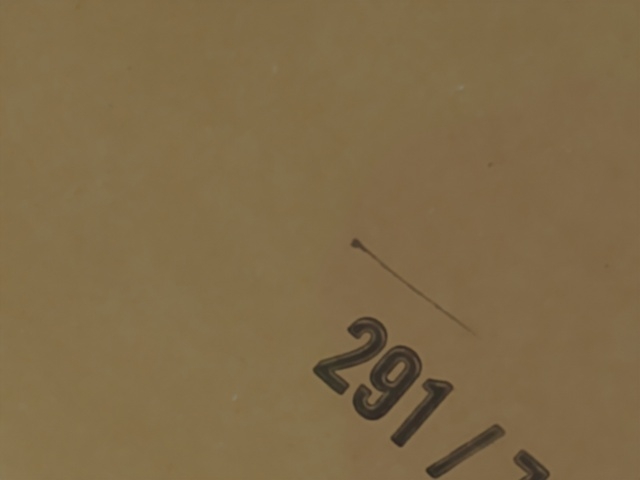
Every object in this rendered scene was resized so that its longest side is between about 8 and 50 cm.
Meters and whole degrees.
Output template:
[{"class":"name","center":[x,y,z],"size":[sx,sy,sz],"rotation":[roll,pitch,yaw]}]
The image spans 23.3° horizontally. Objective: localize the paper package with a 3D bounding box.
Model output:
[{"class":"paper package","center":[0.058,0.014,0.383],"size":[0.325,0.309,0.168],"rotation":[36,-169,6]}]
